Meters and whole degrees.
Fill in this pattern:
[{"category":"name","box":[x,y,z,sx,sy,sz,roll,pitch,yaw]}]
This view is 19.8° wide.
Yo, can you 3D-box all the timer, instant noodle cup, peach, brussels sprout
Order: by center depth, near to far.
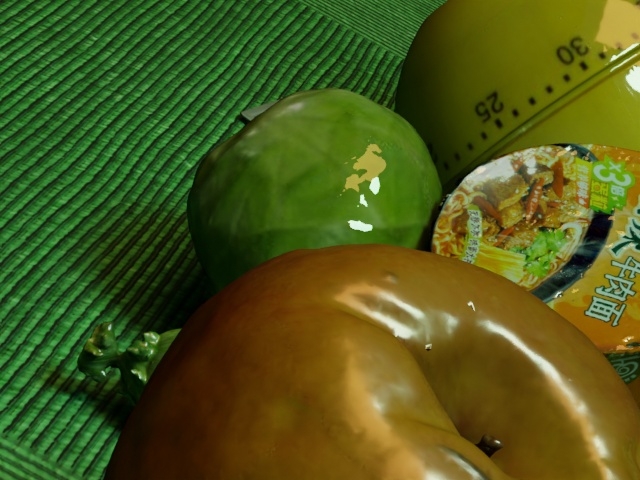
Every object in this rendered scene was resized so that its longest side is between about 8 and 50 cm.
[{"category":"peach","box":[0.026,0.181,1.017,0.343,0.301,0.343,26,38,-22]},{"category":"instant noodle cup","box":[0.195,0.064,1.366,0.230,0.182,0.230,-2,42,1]},{"category":"brussels sprout","box":[0.000,0.000,1.415,0.244,0.244,0.244,22,27,-12]},{"category":"timer","box":[0.255,-0.073,1.688,0.387,0.376,0.376,59,32,5]}]

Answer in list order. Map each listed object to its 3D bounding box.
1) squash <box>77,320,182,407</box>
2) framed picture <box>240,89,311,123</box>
[{"category":"squash","box":[0.010,0.142,1.300,0.379,0.101,0.101,24,27,-8]},{"category":"framed picture","box":[0.024,-0.085,1.813,0.183,0.011,0.142,36,28,16]}]
